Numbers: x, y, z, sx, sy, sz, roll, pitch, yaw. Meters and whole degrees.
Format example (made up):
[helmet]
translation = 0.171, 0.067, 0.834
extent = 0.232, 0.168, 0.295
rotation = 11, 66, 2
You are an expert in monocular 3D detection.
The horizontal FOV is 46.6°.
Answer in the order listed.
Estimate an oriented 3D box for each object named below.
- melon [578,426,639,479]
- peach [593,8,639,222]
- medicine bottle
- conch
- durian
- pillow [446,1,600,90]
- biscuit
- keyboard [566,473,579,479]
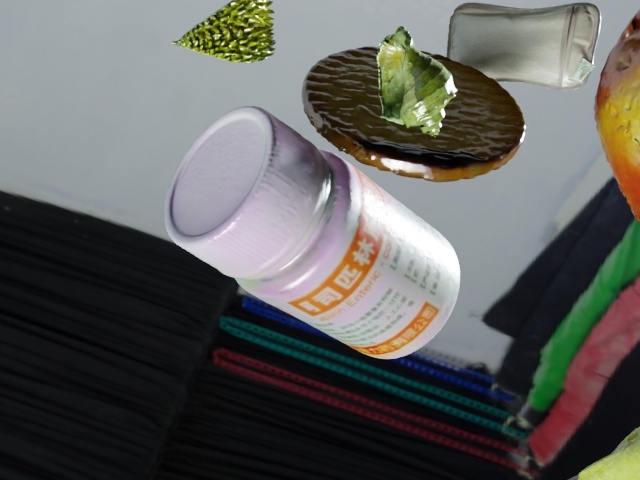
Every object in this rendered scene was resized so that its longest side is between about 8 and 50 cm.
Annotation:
[melon]
translation = 0.395, 0.259, 0.770
extent = 0.226, 0.344, 0.331
rotation = 6, -71, 54
[peach]
translation = 0.471, -0.150, 0.682
extent = 0.417, 0.353, 0.339
rotation = -26, 174, 42
[medicine bottle]
translation = 0.000, 0.000, 1.003
extent = 0.219, 0.388, 0.219
rotation = -26, -133, 32
[conch]
translation = 0.095, -0.164, 0.791
extent = 0.089, 0.121, 0.074
rotation = -24, -176, 32
[durian]
translation = -0.110, -0.288, 0.984
extent = 0.215, 0.100, 0.086
rotation = -49, 143, -55
[pillow]
translation = 0.300, -0.295, 1.125
extent = 0.038, 0.233, 0.130
rotation = -6, 103, -59
[biscuit]
translation = 0.129, -0.186, 1.042
extent = 0.317, 0.318, 0.040
rotation = -73, 177, -49
[keyboard]
translation = 0.370, 0.364, 1.041
extent = 0.027, 0.317, 0.106
rotation = 29, -62, 46
